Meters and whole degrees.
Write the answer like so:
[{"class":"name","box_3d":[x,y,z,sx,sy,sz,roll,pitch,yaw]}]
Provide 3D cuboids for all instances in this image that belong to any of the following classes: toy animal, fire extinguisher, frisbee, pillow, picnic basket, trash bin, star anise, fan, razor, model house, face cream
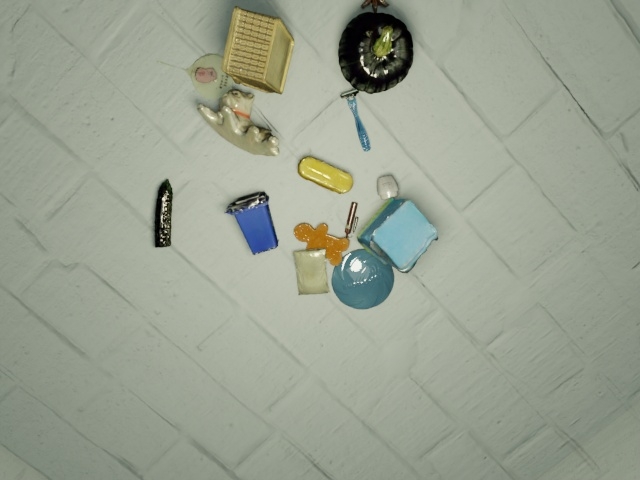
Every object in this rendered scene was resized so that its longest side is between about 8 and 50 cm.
[{"class":"toy animal","box_3d":[-0.274,-0.468,1.629,0.308,0.188,0.266,10,142,30]},{"class":"fire extinguisher","box_3d":[0.139,-0.082,1.810,0.049,0.035,0.173,3,106,-42]},{"class":"frisbee","box_3d":[0.194,0.181,1.859,0.290,0.049,0.288,-1,103,-3]},{"class":"pillow","box_3d":[-0.038,0.143,1.828,0.149,0.050,0.229,-2,112,8]},{"class":"picnic basket","box_3d":[-0.228,-0.684,1.521,0.176,0.313,0.227,16,103,4]},{"class":"trash bin","box_3d":[-0.278,-0.071,1.734,0.184,0.162,0.234,-17,108,2]},{"class":"star anise","box_3d":[0.213,-0.957,1.610,0.141,0.042,0.140,0,100,-1]},{"class":"fan","box_3d":[-0.504,-0.678,1.659,0.311,0.010,0.182,12,102,-6]},{"class":"razor","box_3d":[0.159,-0.493,1.711,0.082,0.042,0.252,-20,105,3]},{"class":"model house","box_3d":[0.287,-0.033,1.697,0.215,0.303,0.237,43,87,-18]},{"class":"face cream","box_3d":[0.284,-0.225,1.753,0.091,0.091,0.094,-15,94,1]}]

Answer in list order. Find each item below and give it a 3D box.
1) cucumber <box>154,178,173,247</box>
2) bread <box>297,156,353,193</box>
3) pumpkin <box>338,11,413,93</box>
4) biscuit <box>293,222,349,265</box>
[{"class":"cucumber","box_3d":[-0.667,-0.112,1.749,0.072,0.072,0.299,5,101,-4]},{"class":"bread","box_3d":[0.020,-0.275,1.731,0.246,0.094,0.101,22,92,-8]},{"class":"pumpkin","box_3d":[0.214,-0.705,1.550,0.297,0.296,0.295,-1,103,-2]},{"class":"biscuit","box_3d":[0.000,0.000,1.810,0.250,0.036,0.165,27,114,-1]}]
